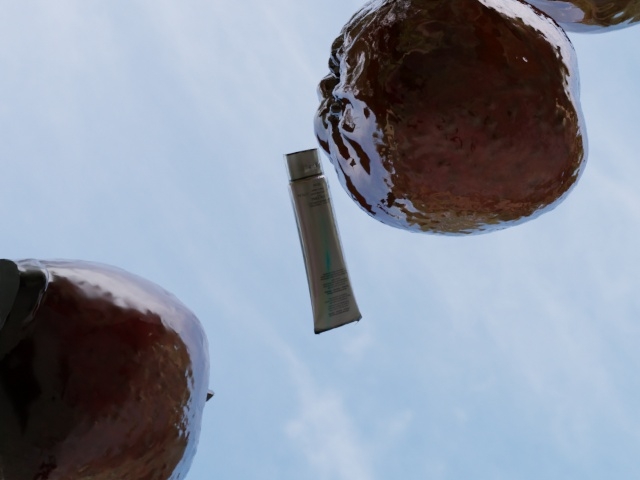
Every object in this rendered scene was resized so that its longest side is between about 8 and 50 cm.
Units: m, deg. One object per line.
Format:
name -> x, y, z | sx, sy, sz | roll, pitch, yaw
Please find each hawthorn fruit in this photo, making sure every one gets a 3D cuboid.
hawthorn fruit -> -0.181, 0.113, 0.832 | 0.250, 0.215, 0.215 | 0, -67, -48
hawthorn fruit -> 0.057, -0.055, 0.483 | 0.128, 0.128, 0.128 | -6, -68, -16

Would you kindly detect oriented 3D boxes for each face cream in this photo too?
face cream -> 0.000, 0.000, 0.702 | 0.038, 0.020, 0.115 | -15, -86, -34

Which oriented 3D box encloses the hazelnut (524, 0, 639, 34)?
hazelnut -> 0.178, -0.214, 0.755 | 0.150, 0.150, 0.150 | -6, -68, -16
